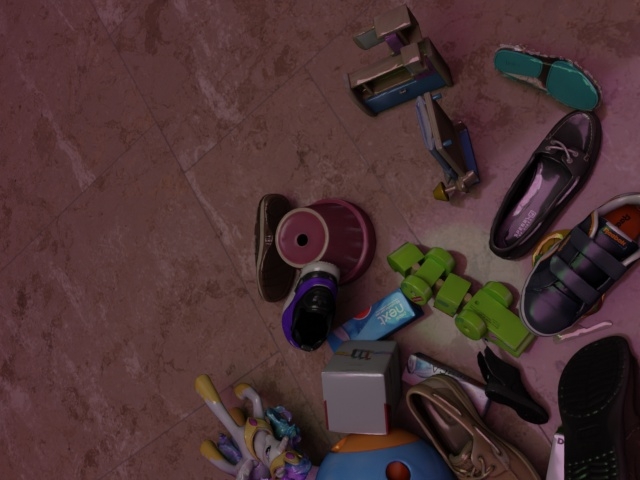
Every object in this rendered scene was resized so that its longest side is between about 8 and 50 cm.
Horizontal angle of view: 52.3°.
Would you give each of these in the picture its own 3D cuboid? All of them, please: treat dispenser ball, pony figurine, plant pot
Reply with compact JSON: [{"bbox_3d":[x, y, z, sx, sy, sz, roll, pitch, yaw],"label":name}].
[{"bbox_3d":[0.126,0.512,1.275,0.288,0.288,0.288,-2,85,27],"label":"treat dispenser ball"},{"bbox_3d":[-0.145,0.498,1.424,0.363,0.302,0.351,27,123,50],"label":"pony figurine"},{"bbox_3d":[0.000,0.000,1.440,0.201,0.180,0.201,-2,84,26],"label":"plant pot"}]

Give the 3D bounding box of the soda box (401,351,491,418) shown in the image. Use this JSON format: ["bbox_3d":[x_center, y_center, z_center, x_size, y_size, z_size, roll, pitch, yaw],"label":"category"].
[{"bbox_3d":[0.265,0.299,1.351,0.183,0.058,0.063,23,97,26],"label":"soda box"}]

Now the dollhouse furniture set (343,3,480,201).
[{"bbox_3d":[0.163,-0.241,1.316,0.198,0.286,0.303,-19,66,24],"label":"dollhouse furniture set"}]

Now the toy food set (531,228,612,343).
[{"bbox_3d":[0.478,0.084,1.252,0.128,0.071,0.218,-16,79,25],"label":"toy food set"}]

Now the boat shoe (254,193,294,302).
[{"bbox_3d":[-0.117,0.016,1.563,0.095,0.095,0.258,11,97,62],"label":"boat shoe"}]

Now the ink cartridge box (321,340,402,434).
[{"bbox_3d":[0.089,0.292,1.325,0.127,0.176,0.128,-2,101,17],"label":"ink cartridge box"}]

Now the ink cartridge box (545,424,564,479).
[{"bbox_3d":[0.527,0.371,1.192,0.188,0.097,0.255,10,91,28],"label":"ink cartridge box"}]

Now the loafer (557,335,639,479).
[{"bbox_3d":[0.496,0.329,1.125,0.130,0.366,0.134,42,138,-19],"label":"loafer"}]

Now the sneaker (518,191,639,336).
[{"bbox_3d":[0.481,0.035,1.171,0.126,0.127,0.321,39,86,9],"label":"sneaker"}]

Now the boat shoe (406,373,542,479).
[{"bbox_3d":[0.287,0.410,1.226,0.341,0.110,0.122,49,121,25],"label":"boat shoe"}]

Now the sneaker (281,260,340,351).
[{"bbox_3d":[-0.031,0.182,1.391,0.102,0.293,0.146,8,51,-6],"label":"sneaker"}]

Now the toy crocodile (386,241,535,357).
[{"bbox_3d":[0.278,0.117,1.336,0.340,0.105,0.115,34,66,20],"label":"toy crocodile"}]

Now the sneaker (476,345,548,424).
[{"bbox_3d":[0.382,0.288,1.289,0.170,0.089,0.051,30,140,-6],"label":"sneaker"}]

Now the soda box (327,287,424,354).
[{"bbox_3d":[0.117,0.186,1.429,0.210,0.067,0.071,-35,72,20],"label":"soda box"}]

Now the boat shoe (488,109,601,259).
[{"bbox_3d":[0.440,-0.108,1.272,0.112,0.095,0.335,34,102,25],"label":"boat shoe"}]

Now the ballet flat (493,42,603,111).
[{"bbox_3d":[0.458,-0.335,1.290,0.241,0.077,0.091,36,134,25],"label":"ballet flat"}]
